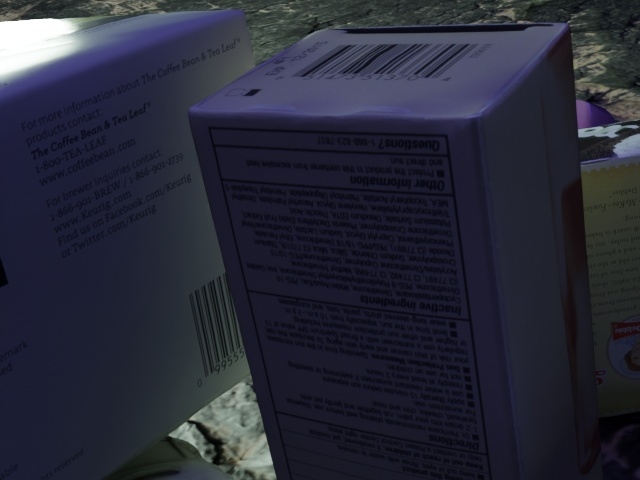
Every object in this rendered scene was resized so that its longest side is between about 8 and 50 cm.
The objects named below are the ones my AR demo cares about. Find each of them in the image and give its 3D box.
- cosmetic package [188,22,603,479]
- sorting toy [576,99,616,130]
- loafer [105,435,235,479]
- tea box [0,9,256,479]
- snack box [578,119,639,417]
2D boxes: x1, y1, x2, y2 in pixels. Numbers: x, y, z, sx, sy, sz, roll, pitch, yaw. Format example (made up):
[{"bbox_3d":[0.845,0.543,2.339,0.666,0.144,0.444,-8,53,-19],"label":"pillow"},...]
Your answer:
[{"bbox_3d":[0.054,0.048,0.534,0.153,0.296,0.129,6,30,30],"label":"cosmetic package"},{"bbox_3d":[0.167,-0.132,1.116,0.365,0.127,0.126,17,8,40],"label":"sorting toy"},{"bbox_3d":[-0.172,0.200,0.531,0.111,0.112,0.319,1,26,42],"label":"loafer"},{"bbox_3d":[-0.244,0.011,0.600,0.323,0.220,0.329,10,29,40],"label":"tea box"},{"bbox_3d":[0.177,0.023,0.658,0.322,0.187,0.060,-9,26,4],"label":"snack box"}]
